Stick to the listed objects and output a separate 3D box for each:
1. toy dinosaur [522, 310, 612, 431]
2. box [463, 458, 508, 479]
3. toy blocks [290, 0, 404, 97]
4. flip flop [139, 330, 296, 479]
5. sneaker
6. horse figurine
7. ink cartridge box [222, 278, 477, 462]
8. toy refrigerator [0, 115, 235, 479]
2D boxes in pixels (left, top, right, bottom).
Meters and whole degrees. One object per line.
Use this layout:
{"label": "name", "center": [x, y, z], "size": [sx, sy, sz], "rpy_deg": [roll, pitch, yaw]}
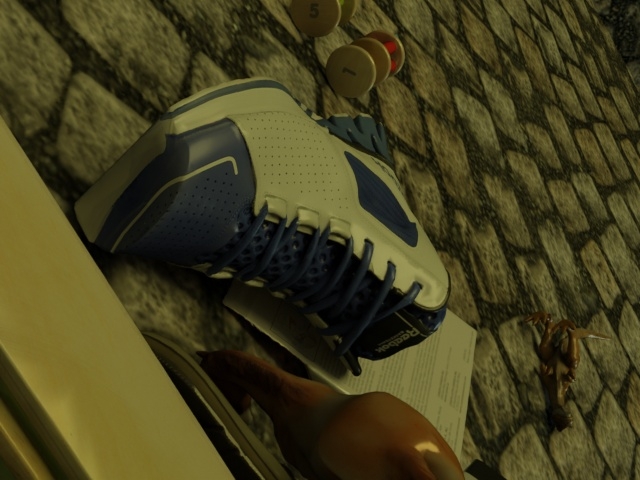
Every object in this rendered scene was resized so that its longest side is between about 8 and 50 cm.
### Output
{"label": "toy dinosaur", "center": [0.278, 0.130, 1.260], "size": [0.211, 0.064, 0.112], "rpy_deg": [-54, 133, -50]}
{"label": "box", "center": [0.099, 0.247, 0.781], "size": [0.100, 0.060, 0.244], "rpy_deg": [33, 24, 19]}
{"label": "toy blocks", "center": [0.037, -0.219, 1.138], "size": [0.123, 0.054, 0.148], "rpy_deg": [60, 28, -7]}
{"label": "flip flop", "center": [-0.045, 0.171, 0.626], "size": [0.277, 0.112, 0.080], "rpy_deg": [57, 13, -1]}
{"label": "sneaker", "center": [0.001, 0.000, 0.767], "size": [0.182, 0.127, 0.315], "rpy_deg": [57, 27, 17]}
{"label": "horse figurine", "center": [0.029, 0.140, 0.639], "size": [0.066, 0.263, 0.174], "rpy_deg": [-38, 109, -18]}
{"label": "ink cartridge box", "center": [0.023, 0.076, 0.886], "size": [0.224, 0.056, 0.181], "rpy_deg": [36, 34, -10]}
{"label": "toy refrigerator", "center": [-0.149, 0.070, 0.520], "size": [0.270, 0.102, 0.094], "rpy_deg": [59, 28, -8]}
